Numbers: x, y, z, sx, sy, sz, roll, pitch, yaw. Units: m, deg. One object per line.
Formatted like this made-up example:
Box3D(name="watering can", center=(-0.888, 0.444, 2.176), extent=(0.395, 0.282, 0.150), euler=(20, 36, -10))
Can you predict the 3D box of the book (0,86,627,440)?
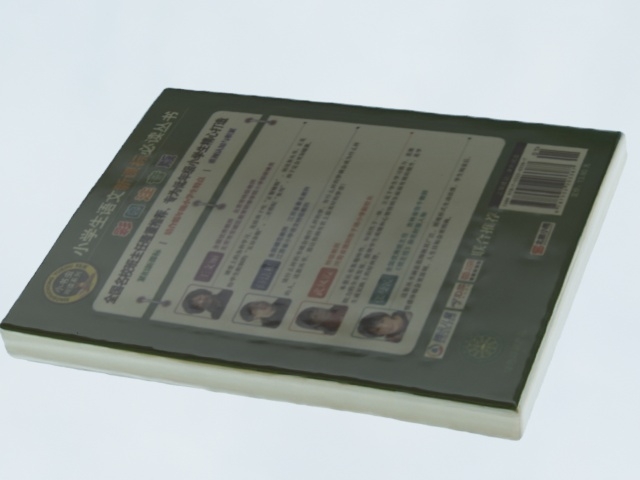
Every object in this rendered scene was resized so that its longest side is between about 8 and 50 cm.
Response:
Box3D(name="book", center=(0.000, 0.000, 0.863), extent=(0.264, 0.027, 0.202), euler=(7, -135, 22))
